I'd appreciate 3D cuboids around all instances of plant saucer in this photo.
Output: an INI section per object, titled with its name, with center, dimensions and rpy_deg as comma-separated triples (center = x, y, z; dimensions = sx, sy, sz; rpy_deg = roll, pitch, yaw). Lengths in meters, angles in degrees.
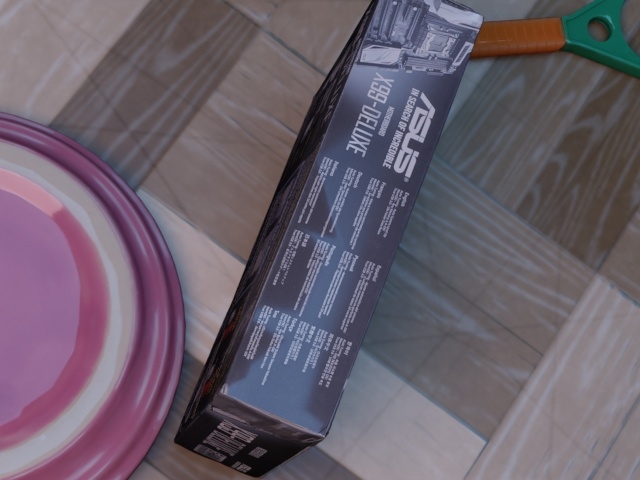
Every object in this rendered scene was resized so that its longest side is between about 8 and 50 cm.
[plant saucer]
center = -0.257, 0.055, 1.105
dimensions = 0.332, 0.084, 0.332
rpy_deg = 4, 73, -12

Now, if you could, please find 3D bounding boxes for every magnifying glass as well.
[magnifying glass]
center = 0.221, -0.172, 1.307
dimensions = 0.231, 0.026, 0.092
rpy_deg = -5, 77, -16

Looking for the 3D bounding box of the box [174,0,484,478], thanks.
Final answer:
[box]
center = 0.000, 0.000, 1.098
dimensions = 0.076, 0.242, 0.307
rpy_deg = 23, 71, -6
